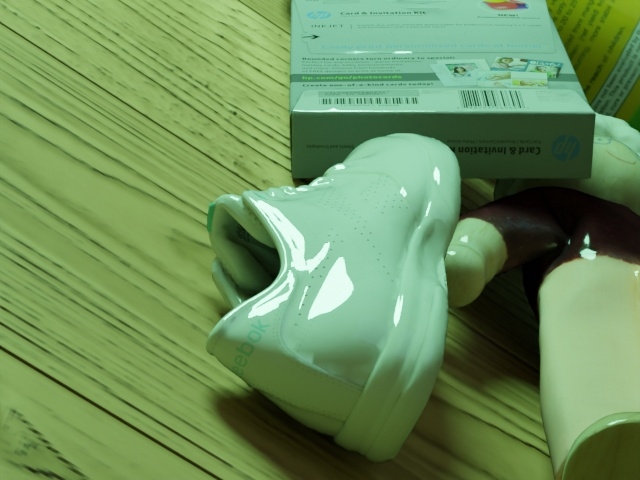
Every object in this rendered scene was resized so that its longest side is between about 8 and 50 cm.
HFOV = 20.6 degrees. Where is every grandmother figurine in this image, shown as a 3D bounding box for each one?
[{"bbox_3d":[0.145,0.035,0.816,0.208,0.104,0.342,35,22,-20],"label":"grandmother figurine"}]

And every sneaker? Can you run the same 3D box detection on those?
[{"bbox_3d":[0.000,0.000,0.697,0.094,0.080,0.212,22,23,-7],"label":"sneaker"}]

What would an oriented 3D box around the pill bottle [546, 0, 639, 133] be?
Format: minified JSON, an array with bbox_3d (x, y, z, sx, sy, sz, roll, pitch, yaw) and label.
[{"bbox_3d":[0.107,-0.141,1.068,0.246,0.136,0.136,30,20,-3],"label":"pill bottle"}]

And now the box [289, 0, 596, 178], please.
[{"bbox_3d":[0.056,-0.083,0.911,0.145,0.038,0.186,0,26,-1],"label":"box"}]
